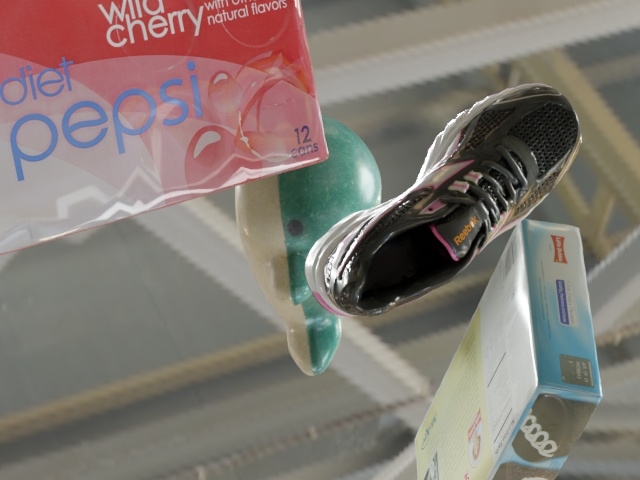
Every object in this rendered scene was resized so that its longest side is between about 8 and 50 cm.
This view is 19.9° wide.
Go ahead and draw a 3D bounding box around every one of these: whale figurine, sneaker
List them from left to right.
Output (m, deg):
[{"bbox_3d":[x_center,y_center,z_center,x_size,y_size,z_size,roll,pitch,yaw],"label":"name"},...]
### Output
[{"bbox_3d":[0.000,0.000,1.839,0.141,0.272,0.216,-7,-153,7],"label":"whale figurine"},{"bbox_3d":[0.077,-0.012,1.003,0.178,0.077,0.072,-43,-74,-1],"label":"sneaker"}]

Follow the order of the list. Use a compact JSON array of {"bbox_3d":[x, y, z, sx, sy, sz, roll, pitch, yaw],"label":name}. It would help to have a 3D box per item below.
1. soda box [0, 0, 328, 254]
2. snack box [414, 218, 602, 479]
[{"bbox_3d":[-0.128,-0.041,0.640,0.263,0.092,0.083,-18,-166,-34],"label":"soda box"},{"bbox_3d":[0.155,0.158,1.585,0.060,0.322,0.187,10,-134,-10],"label":"snack box"}]
